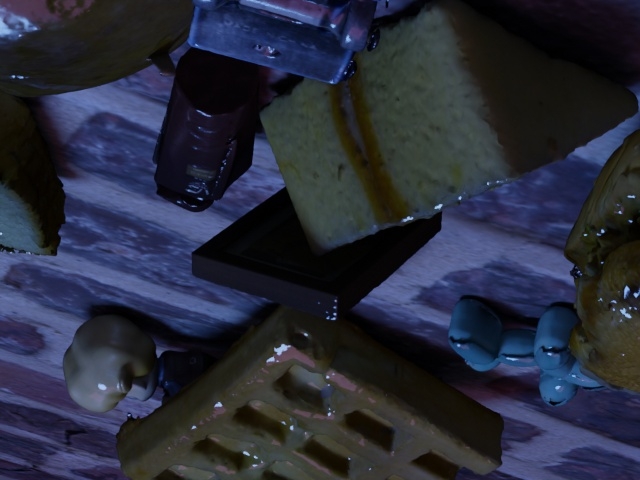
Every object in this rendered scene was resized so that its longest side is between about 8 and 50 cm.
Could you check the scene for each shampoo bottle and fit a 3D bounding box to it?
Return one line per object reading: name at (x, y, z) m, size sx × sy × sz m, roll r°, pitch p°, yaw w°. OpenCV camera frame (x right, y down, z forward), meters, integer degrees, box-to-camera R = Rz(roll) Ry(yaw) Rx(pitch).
shampoo bottle at (-0.089, -0.076, 1.242) m, size 0.068 × 0.067 × 0.236 m, roll 34°, pitch 159°, yaw 5°

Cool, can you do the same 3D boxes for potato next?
potato at (-0.185, -0.158, 1.037) m, size 0.239 × 0.116 × 0.299 m, roll 6°, pitch 161°, yaw 3°

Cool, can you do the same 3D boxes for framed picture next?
framed picture at (0.000, 0.000, 1.257) m, size 0.128 × 0.168 × 0.023 m, roll 16°, pitch 121°, yaw 26°

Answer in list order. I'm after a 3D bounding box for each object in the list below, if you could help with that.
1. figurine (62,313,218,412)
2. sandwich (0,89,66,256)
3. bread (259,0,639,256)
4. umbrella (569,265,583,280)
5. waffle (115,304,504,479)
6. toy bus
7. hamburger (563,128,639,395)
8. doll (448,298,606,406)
figurine at (-0.192, 0.148, 1.843) m, size 0.196 × 0.114 × 0.108 m, roll 16°, pitch 136°, yaw -23°
sandwich at (-0.354, -0.072, 1.381) m, size 0.251 × 0.087 × 0.226 m, roll 7°, pitch 161°, yaw 6°
bread at (0.072, -0.068, 1.127) m, size 0.178 × 0.142 × 0.266 m, roll 36°, pitch 151°, yaw -15°
umbrella at (0.250, 0.027, 1.387) m, size 0.083 × 0.020 × 0.031 m, roll 4°, pitch 158°, yaw 35°
waffle at (-0.021, 0.221, 1.774) m, size 0.304 × 0.077 × 0.348 m, roll 31°, pitch 130°, yaw -24°
toy bus at (0.001, -0.188, 0.809) m, size 0.106 × 0.131 × 0.297 m, roll 15°, pitch 159°, yaw -5°
hamburger at (0.318, 0.031, 1.155) m, size 0.318 × 0.158 × 0.318 m, roll 11°, pitch 159°, yaw 4°
doll at (0.210, 0.110, 1.569) m, size 0.159 × 0.059 × 0.158 m, roll 5°, pitch 156°, yaw 16°
